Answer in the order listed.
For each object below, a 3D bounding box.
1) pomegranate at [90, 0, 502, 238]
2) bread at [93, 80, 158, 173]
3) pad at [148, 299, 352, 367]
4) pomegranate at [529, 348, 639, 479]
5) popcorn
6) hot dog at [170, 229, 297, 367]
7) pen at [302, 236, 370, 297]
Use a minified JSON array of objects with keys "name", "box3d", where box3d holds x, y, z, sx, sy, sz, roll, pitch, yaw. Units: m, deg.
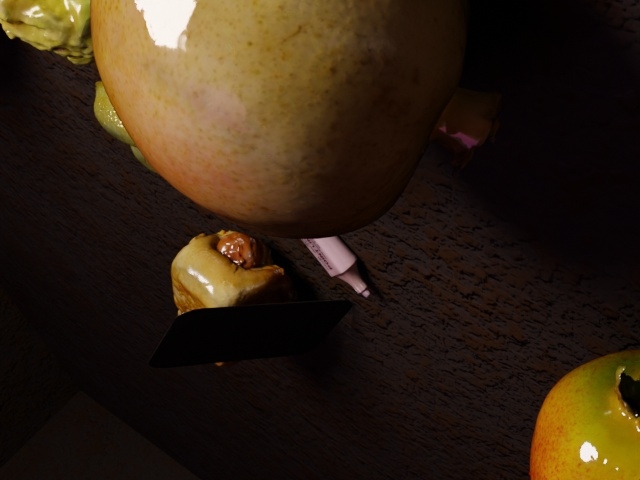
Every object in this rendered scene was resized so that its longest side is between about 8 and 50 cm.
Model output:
[{"name":"pomegranate","box3d":[-0.014,-0.142,0.716,0.319,0.319,0.319,35,155,19]},{"name":"bread","box3d":[-0.263,-0.151,1.358,0.188,0.065,0.149,30,158,23]},{"name":"pad","box3d":[-0.097,0.132,1.333,0.181,0.267,0.004,-52,47,48]},{"name":"pomegranate","box3d":[0.302,0.200,0.878,0.221,0.221,0.256,26,143,34]},{"name":"popcorn","box3d":[-0.277,-0.285,1.023,0.197,0.197,0.156,52,156,-18]},{"name":"hot dog","box3d":[-0.125,0.074,1.389,0.150,0.153,0.256,42,157,17]},{"name":"pen","box3d":[0.000,0.000,1.228,0.197,0.032,0.053,48,155,-7]}]
